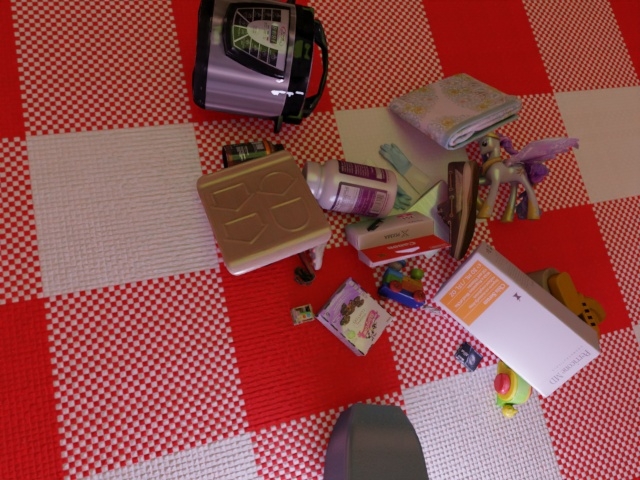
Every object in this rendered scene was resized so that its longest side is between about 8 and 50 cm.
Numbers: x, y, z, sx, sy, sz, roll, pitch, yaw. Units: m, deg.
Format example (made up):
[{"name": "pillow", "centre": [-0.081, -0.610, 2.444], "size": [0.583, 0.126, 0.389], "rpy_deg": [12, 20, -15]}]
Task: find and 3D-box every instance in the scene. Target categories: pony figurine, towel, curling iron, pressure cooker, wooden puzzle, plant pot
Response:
[{"name": "pony figurine", "centre": [0.707, -0.252, 1.756], "size": [0.350, 0.303, 0.364], "rpy_deg": [2, 83, -1]}, {"name": "towel", "centre": [0.493, -0.479, 1.760], "size": [0.374, 0.090, 0.320], "rpy_deg": [-25, 46, -20]}, {"name": "curling iron", "centre": [-0.090, 0.021, 1.579], "size": [0.068, 0.035, 0.274], "rpy_deg": [-19, 82, -19]}, {"name": "pressure cooker", "centre": [-0.180, -0.576, 1.534], "size": [0.420, 0.370, 0.376], "rpy_deg": [7, 45, -14]}, {"name": "wooden puzzle", "centre": [-0.175, -0.086, 1.472], "size": [0.322, 0.080, 0.348], "rpy_deg": [-21, 64, -12]}, {"name": "plant pot", "centre": [0.150, 0.612, 1.392], "size": [0.247, 0.248, 0.252], "rpy_deg": [8, 58, -12]}]

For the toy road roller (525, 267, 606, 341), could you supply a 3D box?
[{"name": "toy road roller", "centre": [0.847, 0.239, 1.697], "size": [0.240, 0.202, 0.330], "rpy_deg": [-23, 88, -31]}]

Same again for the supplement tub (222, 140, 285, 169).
[{"name": "supplement tub", "centre": [-0.216, -0.270, 1.582], "size": [0.197, 0.106, 0.106], "rpy_deg": [-10, 79, -17]}]

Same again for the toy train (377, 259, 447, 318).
[{"name": "toy train", "centre": [0.324, 0.159, 1.629], "size": [0.248, 0.105, 0.143], "rpy_deg": [23, 58, -9]}]

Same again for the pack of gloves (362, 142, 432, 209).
[{"name": "pack of gloves", "centre": [0.274, -0.238, 1.738], "size": [0.232, 0.046, 0.195], "rpy_deg": [43, 71, -2]}]

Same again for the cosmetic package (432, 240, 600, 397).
[{"name": "cosmetic package", "centre": [0.615, 0.241, 1.543], "size": [0.453, 0.230, 0.161], "rpy_deg": [41, 26, 12]}]

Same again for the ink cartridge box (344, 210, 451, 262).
[{"name": "ink cartridge box", "centre": [0.245, -0.018, 1.567], "size": [0.275, 0.239, 0.060], "rpy_deg": [-12, 109, -13]}]

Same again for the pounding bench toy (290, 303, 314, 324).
[{"name": "pounding bench toy", "centre": [-0.051, 0.230, 1.510], "size": [0.065, 0.083, 0.052], "rpy_deg": [-12, 79, -17]}]

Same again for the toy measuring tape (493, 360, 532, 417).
[{"name": "toy measuring tape", "centre": [0.659, 0.429, 1.636], "size": [0.121, 0.121, 0.330], "rpy_deg": [16, 72, -11]}]

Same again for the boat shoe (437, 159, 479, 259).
[{"name": "boat shoe", "centre": [0.467, -0.107, 1.676], "size": [0.123, 0.123, 0.342], "rpy_deg": [-2, 98, -58]}]

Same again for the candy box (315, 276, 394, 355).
[{"name": "candy box", "centre": [0.110, 0.246, 1.556], "size": [0.196, 0.070, 0.165], "rpy_deg": [42, 70, -1]}]

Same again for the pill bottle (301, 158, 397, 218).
[{"name": "pill bottle", "centre": [0.087, -0.177, 1.607], "size": [0.301, 0.169, 0.169], "rpy_deg": [9, 74, -13]}]

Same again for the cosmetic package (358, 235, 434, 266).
[{"name": "cosmetic package", "centre": [0.253, 0.024, 1.626], "size": [0.239, 0.099, 0.060], "rpy_deg": [-13, 110, -16]}]

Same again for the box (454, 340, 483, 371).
[{"name": "box", "centre": [0.507, 0.397, 1.653], "size": [0.083, 0.018, 0.067], "rpy_deg": [44, 69, -1]}]

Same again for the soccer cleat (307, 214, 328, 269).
[{"name": "soccer cleat", "centre": [0.000, 0.000, 1.594], "size": [0.076, 0.068, 0.196], "rpy_deg": [3, 73, -18]}]

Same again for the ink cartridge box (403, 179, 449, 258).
[{"name": "ink cartridge box", "centre": [0.411, -0.077, 1.742], "size": [0.232, 0.066, 0.189], "rpy_deg": [-41, 89, 1]}]
